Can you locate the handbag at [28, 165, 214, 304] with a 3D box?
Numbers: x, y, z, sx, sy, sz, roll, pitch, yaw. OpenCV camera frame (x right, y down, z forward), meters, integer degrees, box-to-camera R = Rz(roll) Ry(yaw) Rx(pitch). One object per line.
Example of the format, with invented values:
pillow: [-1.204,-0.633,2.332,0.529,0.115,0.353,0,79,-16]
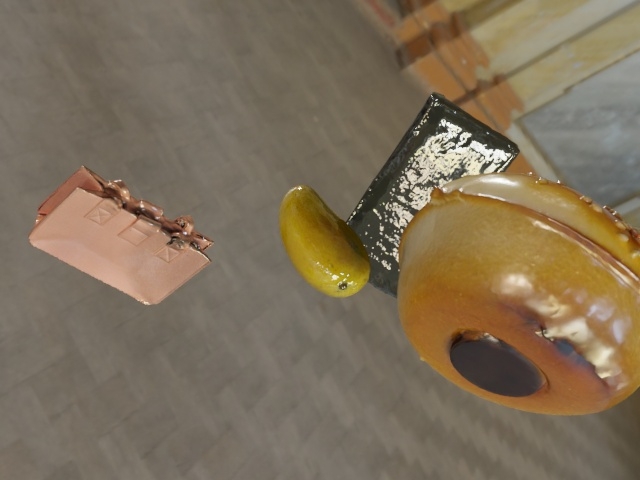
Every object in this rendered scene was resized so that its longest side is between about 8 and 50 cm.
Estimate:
handbag: [-0.268,-0.004,1.274,0.212,0.157,0.059,32,42,-28]

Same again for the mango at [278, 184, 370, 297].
mango: [0.000,0.000,1.177,0.103,0.076,0.161,-7,60,-47]

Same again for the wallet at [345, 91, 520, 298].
wallet: [0.133,-0.050,1.279,0.146,0.285,0.030,28,24,-15]

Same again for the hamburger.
hamburger: [0.160,0.038,0.714,0.237,0.236,0.147,47,60,-31]
